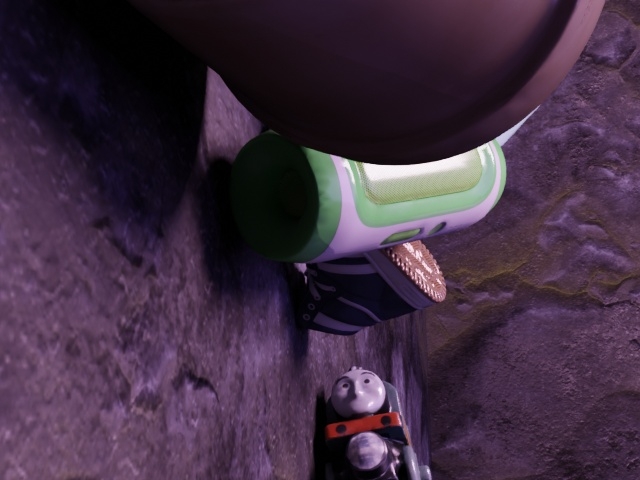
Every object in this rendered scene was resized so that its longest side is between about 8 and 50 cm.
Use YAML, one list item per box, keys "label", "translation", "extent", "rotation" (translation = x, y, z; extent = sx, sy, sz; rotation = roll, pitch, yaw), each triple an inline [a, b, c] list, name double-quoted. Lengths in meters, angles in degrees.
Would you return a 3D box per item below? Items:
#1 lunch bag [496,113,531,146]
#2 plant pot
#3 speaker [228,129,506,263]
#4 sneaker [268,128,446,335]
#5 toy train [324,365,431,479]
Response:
- label: "lunch bag"
  translation: [0.181, -0.216, 1.334]
  extent: [0.223, 0.262, 0.160]
  rotation: [-44, 152, -13]
- label: "plant pot"
  translation: [0.001, -0.212, 0.568]
  extent: [0.280, 0.323, 0.323]
  rotation: [-5, 92, -63]
- label: "speaker"
  translation: [0.057, -0.056, 0.859]
  extent: [0.297, 0.131, 0.131]
  rotation: [-12, 100, -47]
- label: "sneaker"
  translation: [0.000, 0.000, 0.999]
  extent: [0.282, 0.153, 0.099]
  rotation: [47, 33, -24]
- label: "toy train"
  translation: [0.076, 0.306, 1.196]
  extent: [0.334, 0.142, 0.190]
  rotation: [70, 8, -51]
